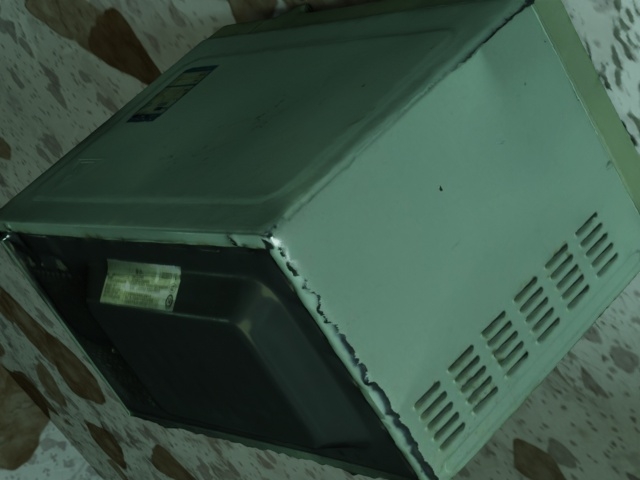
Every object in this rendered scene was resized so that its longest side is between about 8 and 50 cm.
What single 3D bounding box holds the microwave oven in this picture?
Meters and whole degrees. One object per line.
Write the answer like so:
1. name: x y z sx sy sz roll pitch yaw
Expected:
1. microwave oven: 0.000 0.000 1.028 0.355 0.286 0.218 2 131 53
